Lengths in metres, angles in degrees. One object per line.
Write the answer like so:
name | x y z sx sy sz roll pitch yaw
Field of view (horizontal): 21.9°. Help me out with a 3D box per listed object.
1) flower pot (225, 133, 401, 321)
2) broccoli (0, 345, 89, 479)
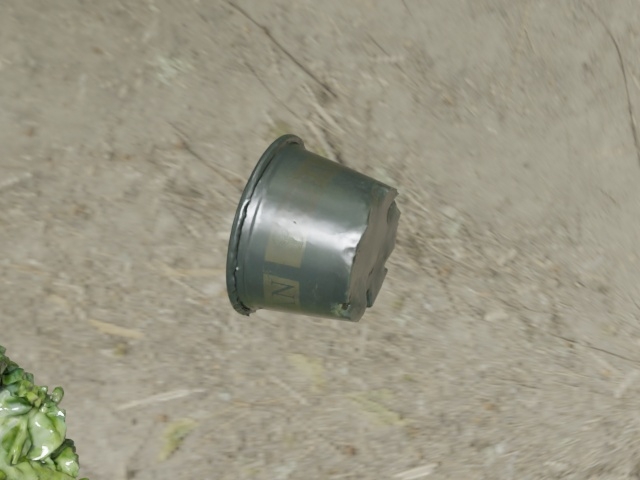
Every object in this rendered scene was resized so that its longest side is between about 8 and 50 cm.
flower pot | 0.000 0.000 1.373 0.107 0.157 0.157 17 89 19
broccoli | -0.280 0.219 1.135 0.248 0.245 0.288 -36 52 19
